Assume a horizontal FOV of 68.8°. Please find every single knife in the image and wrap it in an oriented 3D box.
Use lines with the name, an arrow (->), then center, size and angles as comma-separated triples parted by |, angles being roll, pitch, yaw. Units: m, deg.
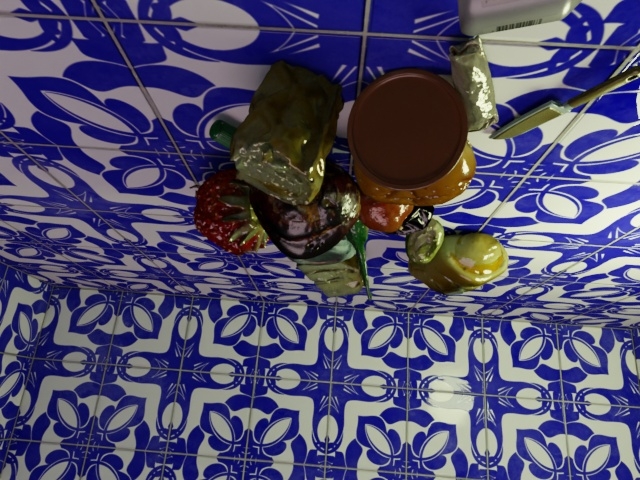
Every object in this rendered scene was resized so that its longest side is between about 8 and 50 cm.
knife -> 0.507, -0.289, 1.009 | 0.061, 0.027, 0.343 | 11, 163, -26

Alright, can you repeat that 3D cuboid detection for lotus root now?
lotus root -> 0.078, 0.114, 2.074 | 0.260, 0.149, 0.267 | -15, 135, 34

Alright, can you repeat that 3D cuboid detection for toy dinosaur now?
toy dinosaur -> 0.110, 0.008, 1.526 | 0.087, 0.301, 0.447 | -1, 161, 21

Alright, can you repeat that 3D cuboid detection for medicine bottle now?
medicine bottle -> -0.161, -0.232, 1.254 | 0.111, 0.076, 0.309 | -30, 143, 32
medicine bottle -> 0.304, -0.375, 0.656 | 0.215, 0.135, 0.135 | -3, 159, 19

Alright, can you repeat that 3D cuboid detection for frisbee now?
frisbee -> 0.179, -0.229, 0.982 | 0.250, 0.251, 0.021 | 0, -169, 14

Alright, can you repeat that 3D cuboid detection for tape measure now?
tape measure -> 0.000, 0.000, 1.764 | 0.275, 0.147, 0.256 | -6, 160, 17

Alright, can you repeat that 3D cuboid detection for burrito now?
burrito -> 0.308, -0.312, 0.951 | 0.082, 0.059, 0.275 | -14, 155, 21

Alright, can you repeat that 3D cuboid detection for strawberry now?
strawberry -> -0.281, -0.100, 1.426 | 0.343, 0.292, 0.292 | 7, 166, 42

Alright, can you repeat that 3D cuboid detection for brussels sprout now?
brussels sprout -> 0.368, -0.009, 1.665 | 0.131, 0.145, 0.183 | 25, 120, 14

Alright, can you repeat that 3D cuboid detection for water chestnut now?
water chestnut -> -0.037, -0.099, 1.218 | 0.289, 0.244, 0.289 | -11, 136, -11

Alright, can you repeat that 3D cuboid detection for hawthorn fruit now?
hawthorn fruit -> 0.176, -0.117, 1.365 | 0.189, 0.189, 0.189 | 4, 160, 2

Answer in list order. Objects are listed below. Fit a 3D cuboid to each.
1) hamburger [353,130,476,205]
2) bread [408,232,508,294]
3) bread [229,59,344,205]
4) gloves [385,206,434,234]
hamburger -> 0.226, -0.191, 1.135 | 0.289, 0.170, 0.314 | 0, 160, 14
bread -> 0.554, 0.099, 1.821 | 0.300, 0.210, 0.341 | 13, 158, -27
bread -> -0.065, -0.228, 1.005 | 0.238, 0.252, 0.196 | 22, 159, -28
gloves -> 0.247, -0.074, 1.523 | 0.203, 0.124, 0.164 | 11, 147, -21
